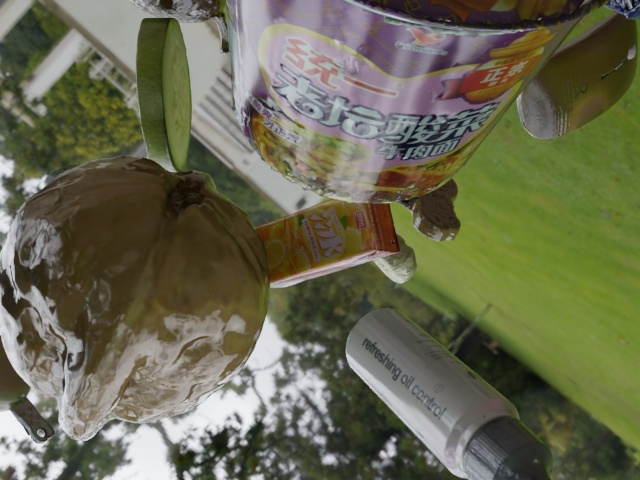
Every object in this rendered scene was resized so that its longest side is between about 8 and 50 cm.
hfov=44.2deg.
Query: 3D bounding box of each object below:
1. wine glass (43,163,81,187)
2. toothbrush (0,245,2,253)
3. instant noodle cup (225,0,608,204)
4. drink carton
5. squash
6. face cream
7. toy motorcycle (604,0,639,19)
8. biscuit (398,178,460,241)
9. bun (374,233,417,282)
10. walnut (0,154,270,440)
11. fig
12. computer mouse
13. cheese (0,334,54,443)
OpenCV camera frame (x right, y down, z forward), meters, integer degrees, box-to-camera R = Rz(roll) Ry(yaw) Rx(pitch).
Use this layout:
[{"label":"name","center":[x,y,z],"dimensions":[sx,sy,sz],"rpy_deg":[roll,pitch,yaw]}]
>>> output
[{"label":"wine glass","center":[-0.390,-0.043,1.296],"dimensions":[0.155,0.073,0.073],"rpy_deg":[58,-176,16]},{"label":"toothbrush","center":[-0.544,-0.012,1.258],"dimensions":[0.026,0.028,0.294],"rpy_deg":[-85,-21,-50]},{"label":"instant noodle cup","center":[0.053,-0.207,0.670],"dimensions":[0.340,0.340,0.266],"rpy_deg":[42,150,13]},{"label":"drink carton","center":[0.000,0.000,1.169],"dimensions":[0.071,0.222,0.096],"rpy_deg":[5,-109,-54]},{"label":"squash","center":[-0.253,-0.231,1.288],"dimensions":[0.048,0.252,0.252],"rpy_deg":[-1,180,0]},{"label":"face cream","center":[0.133,0.172,0.800],"dimensions":[0.092,0.092,0.311],"rpy_deg":[42,179,-35]},{"label":"toy motorcycle","center":[0.249,-0.323,0.806],"dimensions":[0.331,0.125,0.196],"rpy_deg":[15,-137,-9]},{"label":"biscuit","center":[0.150,-0.098,1.308],"dimensions":[0.183,0.047,0.320],"rpy_deg":[10,-147,-27]},{"label":"bun","center":[0.144,0.028,1.552],"dimensions":[0.115,0.069,0.115],"rpy_deg":[48,172,9]},{"label":"walnut","center":[-0.259,0.071,1.072],"dimensions":[0.383,0.384,0.383],"rpy_deg":[42,180,0]},{"label":"fig","center":[-0.231,-0.448,1.405],"dimensions":[0.217,0.217,0.321],"rpy_deg":[41,172,29]},{"label":"computer mouse","center":[0.372,-0.234,1.102],"dimensions":[0.056,0.245,0.126],"rpy_deg":[30,145,48]},{"label":"cheese","center":[-0.685,0.325,1.721],"dimensions":[0.286,0.082,0.163],"rpy_deg":[50,-154,7]}]
